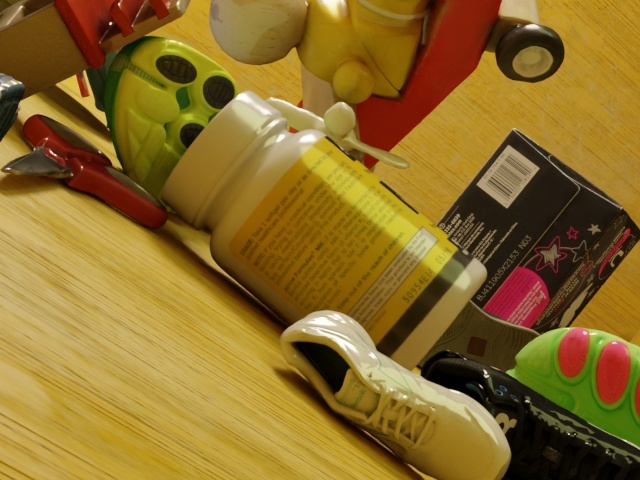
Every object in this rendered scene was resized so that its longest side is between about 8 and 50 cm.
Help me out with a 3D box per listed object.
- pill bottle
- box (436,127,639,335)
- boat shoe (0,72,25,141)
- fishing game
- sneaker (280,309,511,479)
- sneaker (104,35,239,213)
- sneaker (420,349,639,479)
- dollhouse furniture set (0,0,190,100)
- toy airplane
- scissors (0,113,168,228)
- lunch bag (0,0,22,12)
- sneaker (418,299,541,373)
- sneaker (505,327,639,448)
[{"bbox_3d":[0.000,0.000,1.073,0.208,0.119,0.119,40,4,4],"label":"pill bottle"},{"bbox_3d":[0.210,0.030,1.737,0.163,0.247,0.142,39,2,24],"label":"box"},{"bbox_3d":[-0.167,-0.050,0.646,0.066,0.066,0.183,32,-5,-11],"label":"boat shoe"},{"bbox_3d":[-0.198,-0.189,1.400,0.264,0.041,0.189,-152,-134,-70],"label":"fishing game"},{"bbox_3d":[0.038,0.095,0.896,0.152,0.054,0.061,33,11,16],"label":"sneaker"},{"bbox_3d":[-0.120,-0.084,1.194,0.123,0.109,0.295,36,-7,14],"label":"sneaker"},{"bbox_3d":[0.156,0.154,1.119,0.217,0.079,0.121,30,3,32],"label":"sneaker"},{"bbox_3d":[-0.208,-0.237,1.036,0.259,0.135,0.262,59,15,-20],"label":"dollhouse furniture set"},{"bbox_3d":[0.005,-0.155,1.443,0.272,0.385,0.386,23,-3,-29],"label":"toy airplane"},{"bbox_3d":[-0.169,-0.052,0.952,0.109,0.021,0.297,41,5,11],"label":"scissors"},{"bbox_3d":[-0.352,-0.329,1.257,0.305,0.212,0.256,31,26,-48],"label":"lunch bag"},{"bbox_3d":[0.108,0.090,1.529,0.222,0.083,0.118,26,-9,-37],"label":"sneaker"},{"bbox_3d":[0.375,0.234,1.329,0.483,0.185,0.202,40,8,17],"label":"sneaker"}]
